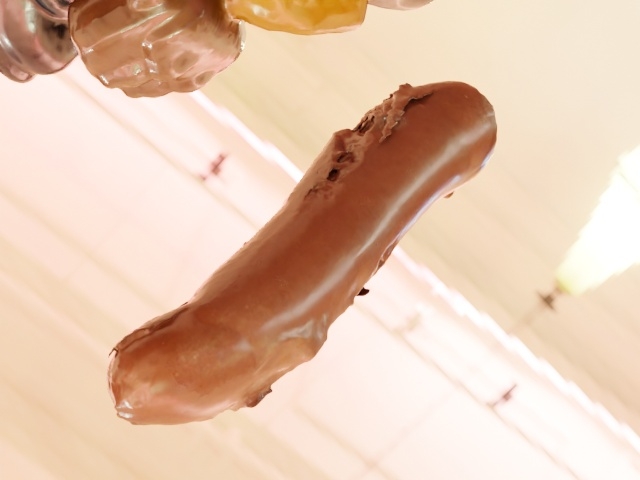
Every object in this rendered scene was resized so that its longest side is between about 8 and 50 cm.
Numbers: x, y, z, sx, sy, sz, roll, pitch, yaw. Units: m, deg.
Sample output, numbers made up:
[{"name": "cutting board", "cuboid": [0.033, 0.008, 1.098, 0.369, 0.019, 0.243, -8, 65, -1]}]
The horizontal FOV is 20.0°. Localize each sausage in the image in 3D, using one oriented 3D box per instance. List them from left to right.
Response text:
[{"name": "sausage", "cuboid": [0.000, 0.001, 0.973, 0.078, 0.078, 0.304, 45, -128, 0]}]

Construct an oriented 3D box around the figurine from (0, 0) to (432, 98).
[{"name": "figurine", "cuboid": [0.021, -0.160, 0.637, 0.185, 0.332, 0.204, -79, -15, -50]}]
